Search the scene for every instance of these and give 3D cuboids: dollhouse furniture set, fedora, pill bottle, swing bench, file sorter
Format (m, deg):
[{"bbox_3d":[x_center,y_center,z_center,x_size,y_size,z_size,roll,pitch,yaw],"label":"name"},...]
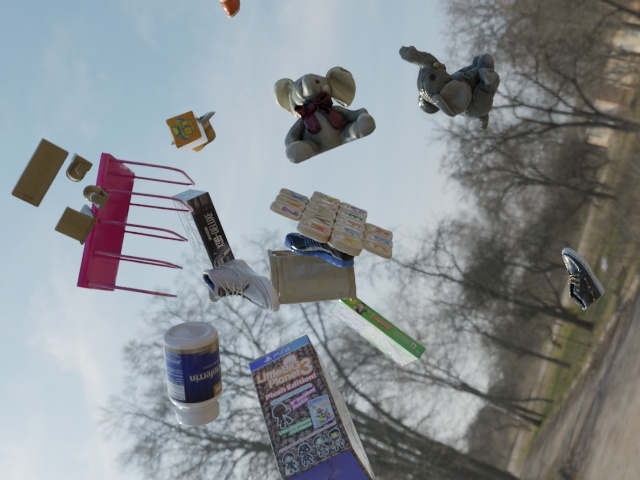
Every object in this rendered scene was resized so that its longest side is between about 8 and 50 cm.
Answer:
[{"bbox_3d":[-0.491,-0.101,1.244,0.151,0.123,0.144,30,-90,-31],"label":"dollhouse furniture set"},{"bbox_3d":[-0.393,-0.339,2.122,0.079,0.194,0.194,52,-132,-19],"label":"fedora"},{"bbox_3d":[-0.354,0.374,1.844,0.153,0.153,0.265,-35,-53,-59],"label":"pill bottle"},{"bbox_3d":[-0.035,0.106,2.075,0.254,0.253,0.165,-166,72,-82],"label":"swing bench"},{"bbox_3d":[-0.398,-0.022,1.477,0.202,0.182,0.291,88,-169,-84],"label":"file sorter"}]

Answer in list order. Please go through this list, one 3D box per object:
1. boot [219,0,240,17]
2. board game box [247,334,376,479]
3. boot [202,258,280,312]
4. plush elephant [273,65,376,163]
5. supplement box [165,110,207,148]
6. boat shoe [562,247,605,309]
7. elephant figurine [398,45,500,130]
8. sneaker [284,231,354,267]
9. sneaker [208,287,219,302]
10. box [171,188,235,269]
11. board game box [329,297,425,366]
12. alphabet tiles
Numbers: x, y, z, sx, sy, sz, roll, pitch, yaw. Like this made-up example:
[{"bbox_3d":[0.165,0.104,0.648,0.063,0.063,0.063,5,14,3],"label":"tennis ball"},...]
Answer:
[{"bbox_3d":[-0.260,-0.719,1.921,0.084,0.059,0.158,65,-153,-47],"label":"boot"},{"bbox_3d":[-0.012,0.386,1.340,0.141,0.291,0.232,-26,-50,0],"label":"board game box"},{"bbox_3d":[-0.212,0.130,1.698,0.123,0.258,0.095,-17,-64,-27],"label":"boot"},{"bbox_3d":[-0.006,-0.397,1.979,0.330,0.272,0.255,-90,-21,-81],"label":"plush elephant"},{"bbox_3d":[-0.351,-0.287,1.743,0.233,0.080,0.078,-124,13,-81],"label":"supplement box"},{"bbox_3d":[0.753,0.113,1.928,0.083,0.183,0.065,-40,7,-13],"label":"boat shoe"},{"bbox_3d":[0.315,-0.385,1.667,0.169,0.239,0.186,110,147,-65],"label":"elephant figurine"},{"bbox_3d":[0.000,0.000,1.868,0.081,0.232,0.090,-32,-48,-53],"label":"sneaker"},{"bbox_3d":[-0.383,0.153,2.395,0.070,0.051,0.134,-57,-34,-81],"label":"sneaker"},{"bbox_3d":[-0.372,-0.036,2.082,0.076,0.307,0.242,-24,-76,-17],"label":"box"},{"bbox_3d":[0.184,0.298,2.199,0.046,0.317,0.213,-52,-4,-19],"label":"board game box"},{"bbox_3d":[0.031,-0.045,1.438,0.284,0.278,0.021,-71,4,-70],"label":"alphabet tiles"}]
